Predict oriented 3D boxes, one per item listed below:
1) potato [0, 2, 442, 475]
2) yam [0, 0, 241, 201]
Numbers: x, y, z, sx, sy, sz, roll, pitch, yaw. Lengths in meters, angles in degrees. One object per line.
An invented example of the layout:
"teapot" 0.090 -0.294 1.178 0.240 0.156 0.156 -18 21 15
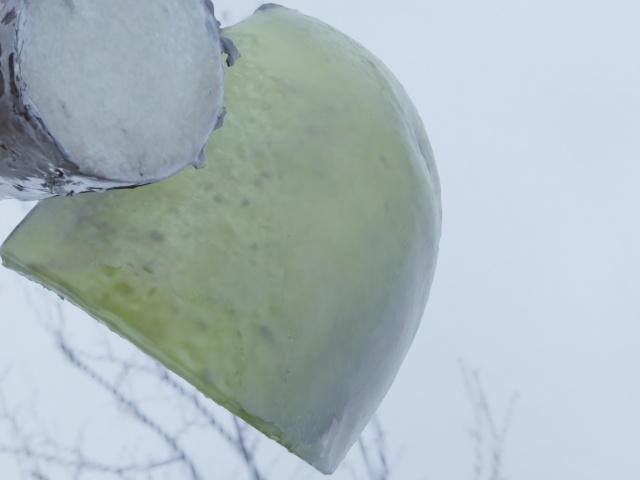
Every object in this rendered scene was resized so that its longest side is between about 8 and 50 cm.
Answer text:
"potato" 0.000 0.000 1.227 0.213 0.280 0.330 26 170 35
"yam" -0.156 -0.078 0.877 0.280 0.131 0.131 -2 101 56
